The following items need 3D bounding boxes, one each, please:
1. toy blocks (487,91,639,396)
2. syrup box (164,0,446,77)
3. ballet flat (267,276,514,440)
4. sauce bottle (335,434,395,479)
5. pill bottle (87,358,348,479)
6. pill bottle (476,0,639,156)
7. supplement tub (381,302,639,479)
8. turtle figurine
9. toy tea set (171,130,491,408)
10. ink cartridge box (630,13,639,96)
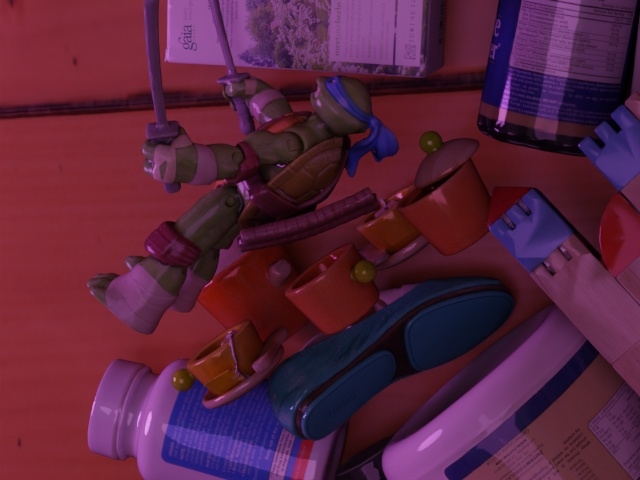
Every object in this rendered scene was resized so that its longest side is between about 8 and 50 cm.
[{"bbox_3d":[0.315,-0.026,1.444,0.381,0.191,0.261,-43,81,11],"label":"toy blocks"},{"bbox_3d":[-0.013,-0.199,1.621,0.237,0.096,0.093,5,102,13],"label":"syrup box"},{"bbox_3d":[0.055,0.086,1.637,0.247,0.087,0.083,-30,136,-21],"label":"ballet flat"},{"bbox_3d":[0.132,0.338,1.675,0.111,0.111,0.344,-32,93,15],"label":"sauce bottle"},{"bbox_3d":[-0.094,0.178,1.689,0.222,0.124,0.124,15,102,9],"label":"pill bottle"},{"bbox_3d":[0.210,-0.188,1.564,0.123,0.123,0.219,11,101,10],"label":"pill bottle"},{"bbox_3d":[0.230,0.235,1.577,0.228,0.228,0.316,-41,90,15],"label":"supplement tub"},{"bbox_3d":[-0.103,-0.074,1.519,0.275,0.198,0.266,30,110,-25],"label":"turtle figurine"},{"bbox_3d":[0.000,0.000,1.602,0.336,0.200,0.124,-34,99,15],"label":"toy tea set"},{"bbox_3d":[0.338,-0.092,1.553,0.148,0.086,0.203,11,107,21],"label":"ink cartridge box"}]
